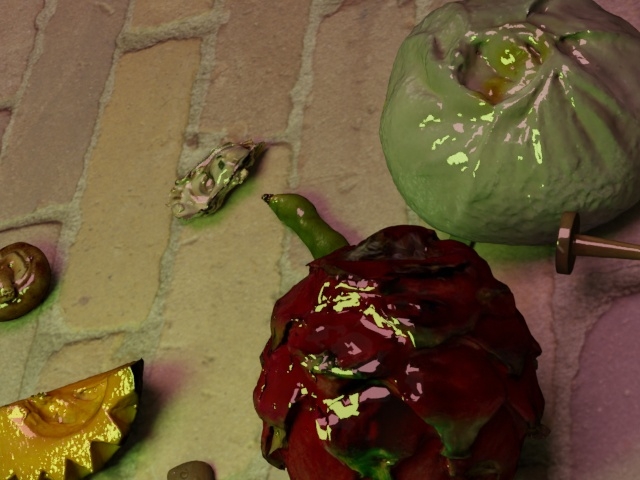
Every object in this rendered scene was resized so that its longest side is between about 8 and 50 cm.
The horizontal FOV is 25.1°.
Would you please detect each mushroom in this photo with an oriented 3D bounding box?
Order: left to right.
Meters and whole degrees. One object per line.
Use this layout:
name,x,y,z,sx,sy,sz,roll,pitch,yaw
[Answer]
mushroom,-0.443,0.056,2.046,0.127,0.087,0.127,-13,50,16

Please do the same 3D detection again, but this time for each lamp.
lamp,0.370,0.014,1.587,0.214,0.121,0.121,8,57,18

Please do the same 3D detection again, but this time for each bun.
bun,0.241,-0.163,1.735,0.361,0.211,0.362,-5,55,8

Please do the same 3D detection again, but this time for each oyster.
oyster,-0.141,-0.087,2.021,0.165,0.053,0.108,-44,26,-1

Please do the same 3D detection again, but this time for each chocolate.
chocolate,-0.161,0.306,1.712,0.064,0.031,0.101,-19,47,21

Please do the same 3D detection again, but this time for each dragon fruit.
dragon fruit,0.081,0.147,1.503,0.329,0.329,0.329,-16,47,18

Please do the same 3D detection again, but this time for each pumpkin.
pumpkin,-0.309,0.242,1.823,0.254,0.149,0.131,-20,86,13

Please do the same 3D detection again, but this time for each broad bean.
broad bean,0.001,0.000,1.866,0.256,0.052,0.052,47,121,46

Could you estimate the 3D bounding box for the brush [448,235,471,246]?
brush,0.191,-0.043,1.810,0.033,0.030,0.179,11,58,24
